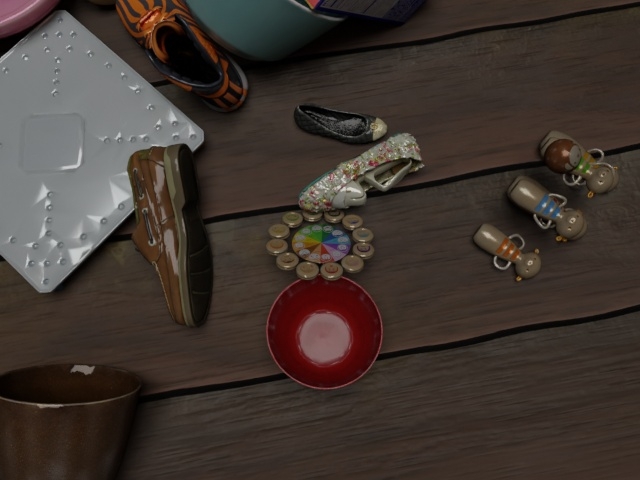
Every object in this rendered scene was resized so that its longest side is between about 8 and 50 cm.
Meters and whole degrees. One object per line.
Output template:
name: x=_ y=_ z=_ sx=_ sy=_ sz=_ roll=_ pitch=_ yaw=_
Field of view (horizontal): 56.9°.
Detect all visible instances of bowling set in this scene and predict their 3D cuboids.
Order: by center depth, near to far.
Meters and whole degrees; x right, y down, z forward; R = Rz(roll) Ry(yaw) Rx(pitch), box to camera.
bowling set: x=0.399 y=-0.069 z=0.969 sx=0.154 sy=0.200 sz=0.287 roll=36 pitch=84 yaw=7

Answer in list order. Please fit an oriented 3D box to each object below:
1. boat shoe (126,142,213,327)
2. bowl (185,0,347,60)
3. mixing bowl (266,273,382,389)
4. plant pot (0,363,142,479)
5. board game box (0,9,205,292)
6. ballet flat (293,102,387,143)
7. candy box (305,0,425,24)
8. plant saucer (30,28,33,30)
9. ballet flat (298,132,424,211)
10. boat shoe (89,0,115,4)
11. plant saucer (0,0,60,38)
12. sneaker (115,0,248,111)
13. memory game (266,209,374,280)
boat shoe: x=-0.254 y=-0.005 z=0.992 sx=0.105 sy=0.111 sz=0.307 roll=-6 pitch=89 yaw=10
bowl: x=-0.117 y=-0.435 z=1.026 sx=0.163 sy=0.312 sz=0.311 roll=-44 pitch=77 yaw=34
mixing bowl: x=0.007 y=0.152 z=0.961 sx=0.182 sy=0.098 sz=0.181 roll=0 pitch=73 yaw=1
plant pot: x=-0.390 y=0.326 z=0.890 sx=0.216 sy=0.215 sz=0.230 roll=5 pitch=92 yaw=1
board game box: x=-0.473 y=-0.167 z=1.064 sx=0.390 sy=0.050 sz=0.390 roll=41 pitch=81 yaw=9
ballet flat: x=0.035 y=-0.212 z=1.072 sx=0.173 sy=0.049 sz=0.057 roll=9 pitch=78 yaw=2
candy box: x=0.032 y=-0.514 z=1.012 sx=0.122 sy=0.317 sz=0.268 roll=-43 pitch=77 yaw=34
plant saucer: x=-0.580 y=-0.439 z=1.145 sx=0.084 sy=0.013 sz=0.083 roll=0 pitch=78 yaw=0
ballet flat: x=0.077 y=-0.107 z=1.022 sx=0.241 sy=0.091 sz=0.077 roll=-32 pitch=64 yaw=-8
boat shoe: x=-0.337 y=-0.590 z=1.140 sx=0.342 sy=0.123 sz=0.123 roll=-44 pitch=51 yaw=-4
plant saucer: x=-0.618 y=-0.508 z=1.114 sx=0.332 sy=0.084 sz=0.332 roll=-1 pitch=71 yaw=2
sneaker: x=-0.265 y=-0.367 z=1.032 sx=0.321 sy=0.180 sz=0.124 roll=42 pitch=97 yaw=9
memory game: x=0.000 y=0.000 z=0.992 sx=0.186 sy=0.012 sz=0.186 roll=2 pitch=42 yaw=-1
